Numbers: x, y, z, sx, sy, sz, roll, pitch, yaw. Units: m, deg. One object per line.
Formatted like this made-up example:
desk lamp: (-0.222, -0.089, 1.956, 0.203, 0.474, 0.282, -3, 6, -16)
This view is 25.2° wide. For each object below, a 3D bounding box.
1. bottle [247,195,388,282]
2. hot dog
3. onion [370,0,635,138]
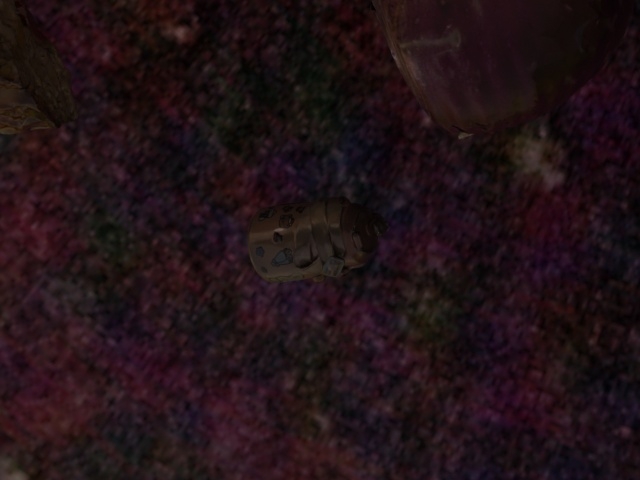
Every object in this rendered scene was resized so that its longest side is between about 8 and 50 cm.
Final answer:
bottle: (0.000, -0.001, 1.630, 0.152, 0.099, 0.099, -5, 125, 31)
hot dog: (-0.565, -0.251, 1.927, 0.365, 0.196, 0.367, -11, 153, 9)
onion: (0.169, -0.218, 1.290, 0.272, 0.230, 0.256, 33, 99, -35)
